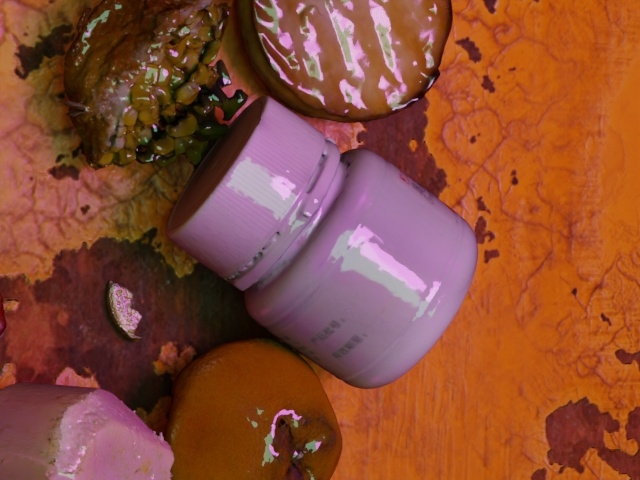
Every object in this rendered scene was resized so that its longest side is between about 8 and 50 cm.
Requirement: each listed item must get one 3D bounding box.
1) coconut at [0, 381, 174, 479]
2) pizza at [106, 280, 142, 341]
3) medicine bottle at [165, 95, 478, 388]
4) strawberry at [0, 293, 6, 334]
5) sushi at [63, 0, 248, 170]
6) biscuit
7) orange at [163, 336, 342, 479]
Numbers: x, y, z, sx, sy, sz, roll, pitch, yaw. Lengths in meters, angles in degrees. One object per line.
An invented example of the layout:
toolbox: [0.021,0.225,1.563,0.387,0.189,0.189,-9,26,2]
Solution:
coconut: [-0.308,0.278,1.604,0.233,0.245,0.233,4,85,-54]
pizza: [-0.242,0.088,1.741,0.037,0.016,0.083,-25,97,-19]
medicine bottle: [0.000,0.000,1.713,0.325,0.256,0.256,35,78,-13]
strawberry: [-0.498,0.106,1.572,0.265,0.149,0.336,-6,104,-28]
sushi: [-0.187,-0.213,1.677,0.179,0.167,0.296,29,71,19]
biscuit: [0.030,-0.294,1.799,0.296,0.102,0.296,-1,92,-27]
orange: [-0.085,0.247,1.706,0.249,0.183,0.249,-1,91,-36]
